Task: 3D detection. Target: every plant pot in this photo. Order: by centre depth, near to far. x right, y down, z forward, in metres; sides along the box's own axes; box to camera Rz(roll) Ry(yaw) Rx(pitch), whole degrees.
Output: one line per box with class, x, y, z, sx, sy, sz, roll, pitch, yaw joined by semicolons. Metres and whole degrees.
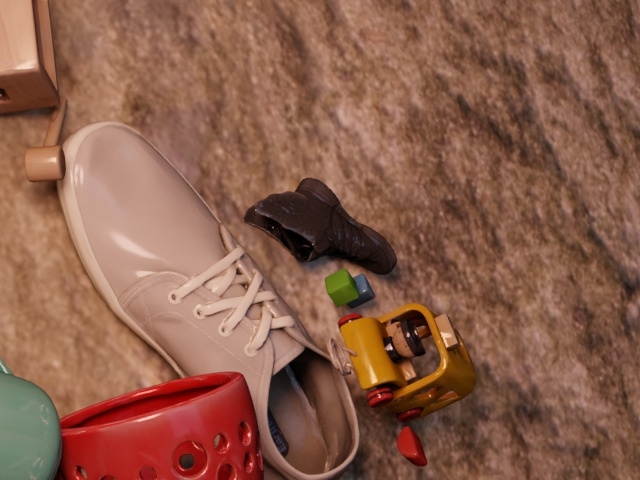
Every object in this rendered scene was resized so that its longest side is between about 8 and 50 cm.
plant pot;-0.141;0.227;1.730;0.191;0.191;0.174;-16;95;-42

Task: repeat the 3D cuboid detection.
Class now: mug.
mug;-0.285;0.168;1.656;0.097;0.129;0.157;21;74;-35

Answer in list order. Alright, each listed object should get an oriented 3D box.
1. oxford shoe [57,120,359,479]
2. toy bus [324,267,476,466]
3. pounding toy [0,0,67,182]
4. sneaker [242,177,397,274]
oxford shoe;-0.098;0.069;1.853;0.169;0.130;0.449;-39;101;-39
toy bus;0.094;0.117;1.962;0.191;0.104;0.202;58;13;-24
pounding toy;-0.298;-0.152;1.769;0.094;0.181;0.206;-8;79;0
sneaker;0.002;-0.001;2.013;0.170;0.051;0.089;44;53;-15
